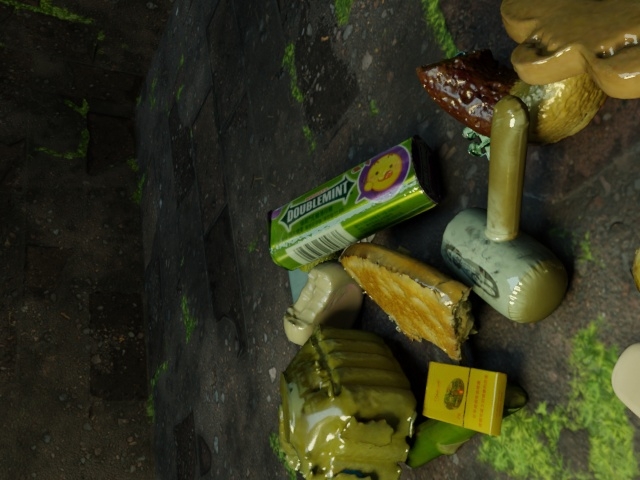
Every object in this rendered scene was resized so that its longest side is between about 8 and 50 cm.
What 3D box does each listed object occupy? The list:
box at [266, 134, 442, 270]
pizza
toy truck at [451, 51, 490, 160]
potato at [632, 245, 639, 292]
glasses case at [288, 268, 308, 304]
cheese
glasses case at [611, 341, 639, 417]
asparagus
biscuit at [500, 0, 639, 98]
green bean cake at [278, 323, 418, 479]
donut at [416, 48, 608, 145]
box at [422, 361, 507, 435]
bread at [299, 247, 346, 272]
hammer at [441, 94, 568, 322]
[{"bbox_3d":[0.050,-0.062,1.155,0.345,0.097,0.134,-25,51,33],"label":"box"},{"bbox_3d":[0.158,0.089,0.999,0.089,0.223,0.323,-43,25,-13],"label":"pizza"},{"bbox_3d":[0.258,-0.210,0.980,0.067,0.081,0.175,-34,75,55],"label":"toy truck"},{"bbox_3d":[0.389,0.033,0.700,0.103,0.066,0.096,-68,30,31],"label":"potato"},{"bbox_3d":[-0.025,0.035,1.455,0.105,0.056,0.266,-27,59,29],"label":"glasses case"},{"bbox_3d":[0.033,0.083,1.242,0.082,0.163,0.287,28,95,41],"label":"cheese"},{"bbox_3d":[0.402,0.186,0.664,0.196,0.050,0.083,52,131,51],"label":"glasses case"},{"bbox_3d":[0.209,0.288,0.977,0.278,0.060,0.067,-53,32,42],"label":"asparagus"},{"bbox_3d":[0.335,-0.278,0.703,0.275,0.052,0.355,-26,35,13],"label":"biscuit"},{"bbox_3d":[0.020,0.322,1.097,0.310,0.201,0.285,-116,39,-70],"label":"green bean cake"},{"bbox_3d":[0.259,-0.198,0.854,0.294,0.112,0.151,0,103,42],"label":"donut"},{"bbox_3d":[0.208,0.229,0.919,0.155,0.023,0.087,-9,72,63],"label":"box"},{"bbox_3d":[0.000,0.000,1.337,0.129,0.114,0.111,-65,34,32],"label":"bread"},{"bbox_3d":[0.244,-0.049,0.833,0.202,0.113,0.306,45,149,51],"label":"hammer"}]
